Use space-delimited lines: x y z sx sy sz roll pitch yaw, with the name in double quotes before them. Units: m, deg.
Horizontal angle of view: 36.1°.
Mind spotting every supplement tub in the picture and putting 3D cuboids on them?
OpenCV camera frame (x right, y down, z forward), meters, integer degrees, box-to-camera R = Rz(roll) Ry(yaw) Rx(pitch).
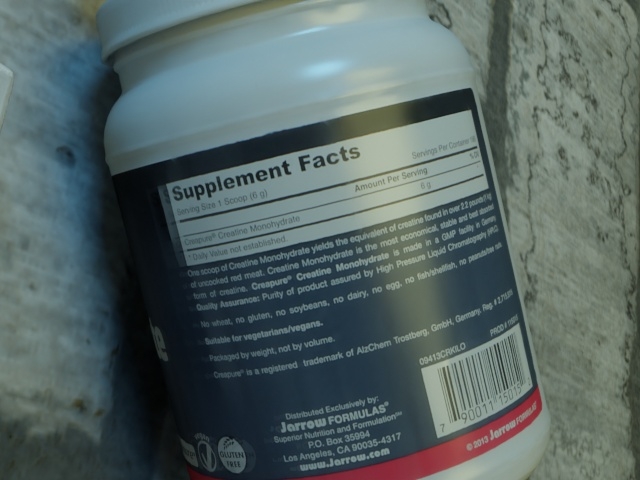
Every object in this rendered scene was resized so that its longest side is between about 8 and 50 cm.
"supplement tub" 0.000 0.000 0.507 0.191 0.191 0.272 -19 98 -50

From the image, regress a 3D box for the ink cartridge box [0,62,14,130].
"ink cartridge box" -0.261 -0.003 0.295 0.296 0.066 0.261 29 60 -43
